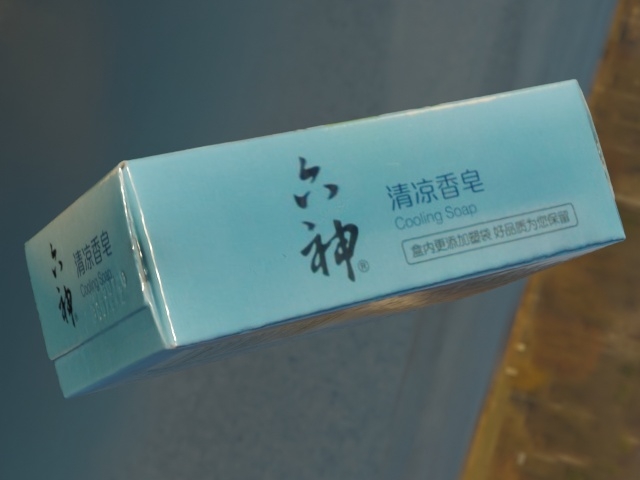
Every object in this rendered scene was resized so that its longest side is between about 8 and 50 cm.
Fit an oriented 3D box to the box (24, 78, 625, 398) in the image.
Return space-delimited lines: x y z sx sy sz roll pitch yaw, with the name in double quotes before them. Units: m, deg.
"box" 0.000 0.000 0.752 0.142 0.232 0.083 -29 -103 61
